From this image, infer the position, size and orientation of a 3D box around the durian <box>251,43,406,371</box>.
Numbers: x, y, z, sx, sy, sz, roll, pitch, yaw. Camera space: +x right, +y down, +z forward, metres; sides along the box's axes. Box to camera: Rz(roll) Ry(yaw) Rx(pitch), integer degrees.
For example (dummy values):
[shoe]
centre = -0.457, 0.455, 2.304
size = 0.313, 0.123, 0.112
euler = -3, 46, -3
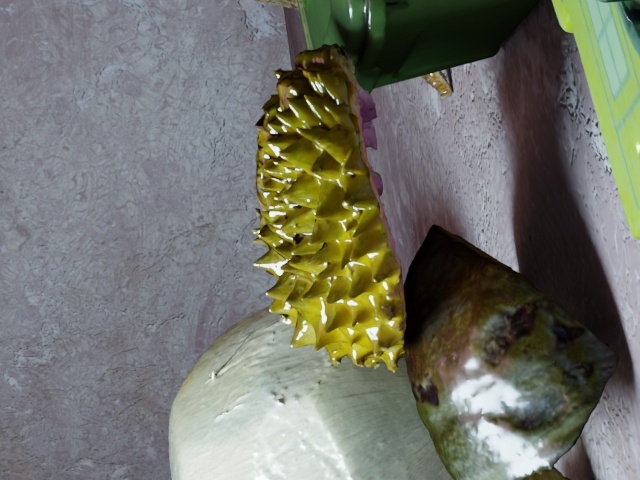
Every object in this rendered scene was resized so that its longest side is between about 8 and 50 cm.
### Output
[durian]
centre = 0.001, 0.000, 1.054
size = 0.341, 0.112, 0.191
euler = 85, 179, -68

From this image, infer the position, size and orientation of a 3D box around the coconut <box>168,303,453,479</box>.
[coconut]
centre = 0.027, 0.222, 1.493
size = 0.346, 0.360, 0.346
euler = 27, -129, -38

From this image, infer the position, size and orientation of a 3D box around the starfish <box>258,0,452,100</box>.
[starfish]
centre = 0.045, -0.220, 1.389
size = 0.231, 0.295, 0.048
euler = 49, -125, -44

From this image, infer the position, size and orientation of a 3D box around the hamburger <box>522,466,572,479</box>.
[hamburger]
centre = 0.174, 0.276, 1.175
size = 0.185, 0.159, 0.131
euler = 46, 154, 26

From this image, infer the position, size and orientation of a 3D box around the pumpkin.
[pumpkin]
centre = 0.110, 0.092, 1.141
size = 0.148, 0.169, 0.312
euler = 36, -175, -7

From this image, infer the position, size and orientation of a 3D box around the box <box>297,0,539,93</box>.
[box]
centre = 0.068, -0.251, 1.081
size = 0.328, 0.178, 0.252
euler = 128, 133, -85

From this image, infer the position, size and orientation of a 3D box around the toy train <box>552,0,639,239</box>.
[toy train]
centre = 0.140, -0.198, 0.488
size = 0.272, 0.179, 0.442
euler = 74, -177, -79
